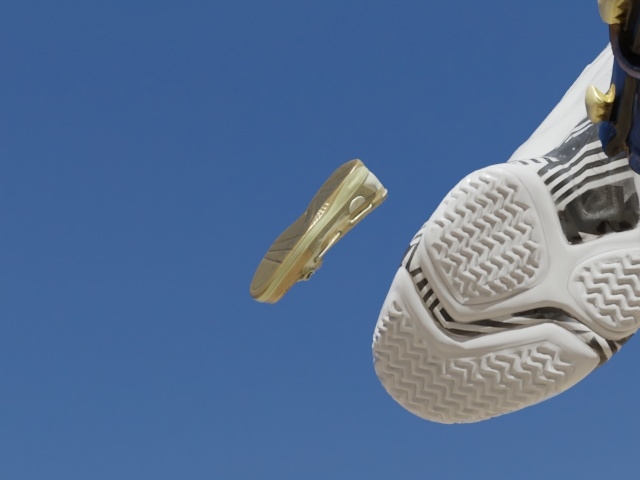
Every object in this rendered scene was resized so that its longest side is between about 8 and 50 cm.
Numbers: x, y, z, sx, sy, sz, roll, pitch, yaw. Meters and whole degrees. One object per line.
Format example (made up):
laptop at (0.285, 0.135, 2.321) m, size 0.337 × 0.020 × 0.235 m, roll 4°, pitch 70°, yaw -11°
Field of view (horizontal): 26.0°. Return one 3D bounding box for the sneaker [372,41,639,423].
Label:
sneaker at (0.184, -0.030, 0.909) m, size 0.137 × 0.210 × 0.366 m, roll 42°, pitch -85°, yaw 7°

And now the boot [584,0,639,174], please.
boot at (0.126, -0.150, 0.443) m, size 0.138 × 0.377 × 0.284 m, roll 6°, pitch -62°, yaw 30°

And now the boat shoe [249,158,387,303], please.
boat shoe at (-0.001, 0.000, 1.190) m, size 0.048 × 0.153 × 0.056 m, roll 44°, pitch -21°, yaw -19°
